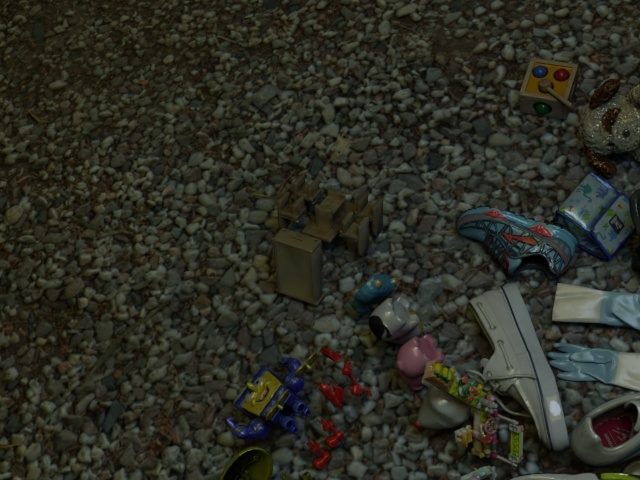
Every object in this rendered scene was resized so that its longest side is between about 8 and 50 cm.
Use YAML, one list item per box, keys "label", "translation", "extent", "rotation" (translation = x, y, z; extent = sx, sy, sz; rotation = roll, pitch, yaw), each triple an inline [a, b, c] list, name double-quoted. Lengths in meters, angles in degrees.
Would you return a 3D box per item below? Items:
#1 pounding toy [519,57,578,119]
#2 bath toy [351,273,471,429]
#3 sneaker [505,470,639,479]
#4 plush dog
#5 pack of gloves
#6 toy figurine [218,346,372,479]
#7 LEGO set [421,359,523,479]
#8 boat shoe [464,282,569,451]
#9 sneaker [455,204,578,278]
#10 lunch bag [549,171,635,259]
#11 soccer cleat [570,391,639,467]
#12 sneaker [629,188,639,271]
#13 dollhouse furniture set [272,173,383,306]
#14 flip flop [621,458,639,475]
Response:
- label: "pounding toy"
  translation: [0.530, -0.344, 2.143]
  extent: [0.130, 0.100, 0.141]
  rotation: [13, 65, 21]
- label: "bath toy"
  translation: [0.181, 0.236, 1.891]
  extent: [0.129, 0.151, 0.348]
  rotation: [-47, 57, 28]
- label: "sneaker"
  translation: [0.440, 0.484, 1.676]
  extent: [0.299, 0.111, 0.121]
  rotation: [-10, 64, 26]
- label: "plush dog"
  translation: [0.672, -0.257, 2.012]
  extent: [0.225, 0.263, 0.211]
  rotation: [-5, 26, 1]
- label: "pack of gloves"
  translation: [0.577, 0.199, 1.868]
  extent: [0.232, 0.046, 0.195]
  rotation: [8, 76, 20]
- label: "toy figurine"
  translation: [-0.096, 0.368, 1.911]
  extent: [0.363, 0.191, 0.217]
  rotation: [-55, 32, -10]
- label: "LEGO set"
  translation: [0.296, 0.332, 1.724]
  extent: [0.132, 0.287, 0.107]
  rotation: [-30, 22, -24]
- label: "boat shoe"
  translation: [0.363, 0.254, 1.827]
  extent: [0.156, 0.136, 0.367]
  rotation: [-17, 56, 4]
- label: "sneaker"
  translation: [0.402, 0.009, 1.975]
  extent: [0.261, 0.104, 0.125]
  rotation: [14, 68, 22]
- label: "lunch bag"
  translation: [0.586, -0.047, 1.970]
  extent: [0.151, 0.096, 0.129]
  rotation: [40, 74, 15]
- label: "soccer cleat"
  translation: [0.616, 0.323, 1.699]
  extent: [0.331, 0.143, 0.116]
  rotation: [-19, 57, -8]
- label: "sneaker"
  translation: [0.660, -0.001, 1.872]
  extent: [0.087, 0.228, 0.130]
  rotation: [-39, 14, -15]
- label: "dollhouse furniture set"
  translation: [0.000, 0.000, 2.090]
  extent: [0.212, 0.161, 0.242]
  rotation: [18, 45, 23]
- label: "flip flop"
  translation: [0.609, 0.515, 1.646]
  extent: [0.112, 0.080, 0.277]
  rotation: [-15, 58, 6]
